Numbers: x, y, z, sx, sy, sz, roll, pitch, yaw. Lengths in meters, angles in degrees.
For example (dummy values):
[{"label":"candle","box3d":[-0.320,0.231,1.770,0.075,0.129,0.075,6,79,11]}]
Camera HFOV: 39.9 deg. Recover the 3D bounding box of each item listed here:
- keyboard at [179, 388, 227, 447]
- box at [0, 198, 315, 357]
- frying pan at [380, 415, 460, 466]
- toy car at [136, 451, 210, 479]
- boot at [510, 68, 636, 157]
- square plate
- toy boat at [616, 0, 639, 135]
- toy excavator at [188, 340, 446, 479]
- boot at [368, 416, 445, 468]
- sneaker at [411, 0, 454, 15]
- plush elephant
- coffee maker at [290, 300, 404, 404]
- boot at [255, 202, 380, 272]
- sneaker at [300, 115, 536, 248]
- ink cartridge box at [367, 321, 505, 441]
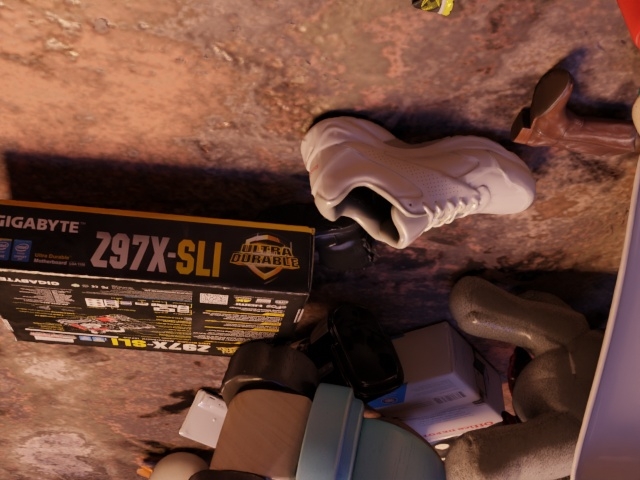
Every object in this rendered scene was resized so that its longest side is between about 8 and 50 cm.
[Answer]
[{"label":"keyboard","box3d":[-0.111,0.305,1.374,0.256,0.072,0.014,34,172,-40]},{"label":"box","box3d":[-0.180,0.052,0.940,0.321,0.079,0.257,5,159,-6]},{"label":"frying pan","box3d":[0.215,0.331,1.429,0.326,0.053,0.197,27,138,-35]},{"label":"toy car","box3d":[-0.202,0.434,1.491,0.238,0.219,0.210,16,156,29]},{"label":"boot","box3d":[0.244,-0.110,0.793,0.114,0.037,0.106,10,158,-10]},{"label":"square plate","box3d":[0.420,0.106,0.911,0.347,0.344,0.049,14,177,-21]},{"label":"toy boat","box3d":[0.318,-0.166,0.644,0.318,0.148,0.267,14,149,-33]},{"label":"toy excavator","box3d":[0.086,0.357,0.997,0.445,0.222,0.433,10,133,8]},{"label":"boot","box3d":[0.120,0.309,1.242,0.248,0.090,0.207,13,166,46]},{"label":"sneaker","box3d":[0.086,-0.201,0.660,0.035,0.031,0.083,0,146,0]},{"label":"plush elephant","box3d":[0.291,0.214,1.064,0.329,0.272,0.255,0,145,-2]},{"label":"coffee maker","box3d":[0.017,0.188,1.119,0.171,0.120,0.178,53,132,0]},{"label":"boot","box3d":[0.000,0.000,0.948,0.121,0.045,0.099,-6,151,11]},{"label":"sneaker","box3d":[0.094,-0.038,0.827,0.232,0.115,0.090,6,145,-10]},{"label":"ink cartridge box","box3d":[0.154,0.200,1.209,0.139,0.082,0.190,-19,143,25]}]
